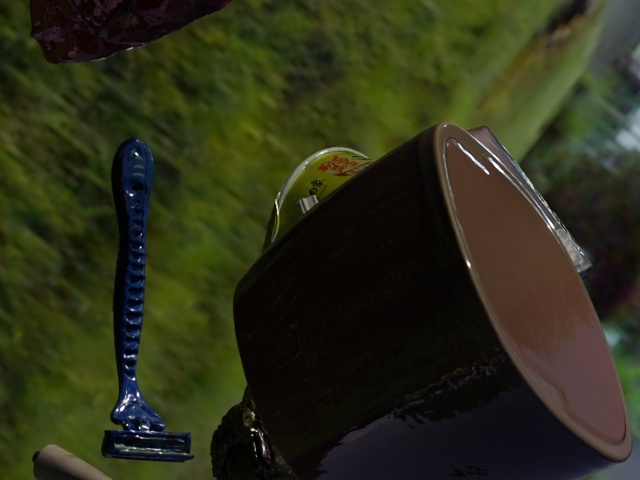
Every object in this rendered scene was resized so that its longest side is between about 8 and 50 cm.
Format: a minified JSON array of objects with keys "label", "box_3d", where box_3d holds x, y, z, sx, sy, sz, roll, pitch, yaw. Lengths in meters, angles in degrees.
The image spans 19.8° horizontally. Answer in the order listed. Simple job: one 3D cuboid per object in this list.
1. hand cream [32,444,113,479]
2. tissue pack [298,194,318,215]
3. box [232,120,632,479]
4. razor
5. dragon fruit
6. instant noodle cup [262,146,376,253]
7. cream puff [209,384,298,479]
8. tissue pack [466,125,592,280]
[{"label":"hand cream","box_3d":[-0.315,0.327,2.476,0.054,0.186,0.087,-65,154,-9]},{"label":"tissue pack","box_3d":[0.000,0.000,2.007,0.023,0.056,0.108,-17,-148,-1]},{"label":"box","box_3d":[0.082,0.083,1.436,0.216,0.301,0.301,-27,-173,18]},{"label":"razor","box_3d":[-0.184,0.058,1.785,0.056,0.093,0.324,-28,-118,52]},{"label":"dragon fruit","box_3d":[-0.151,-0.324,1.789,0.317,0.152,0.205,-51,140,-37]},{"label":"instant noodle cup","box_3d":[0.095,0.016,2.717,0.221,0.311,0.311,7,-134,41]},{"label":"cream puff","box_3d":[-0.031,0.200,1.838,0.169,0.183,0.183,-14,151,-44]},{"label":"tissue pack","box_3d":[0.212,-0.023,2.239,0.173,0.235,0.073,-21,159,-51]}]
